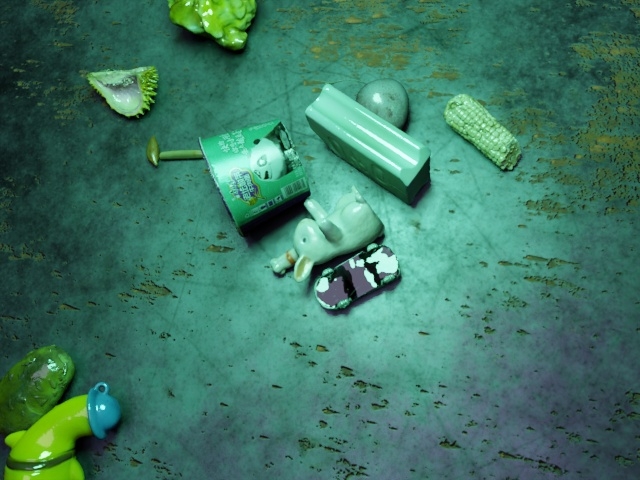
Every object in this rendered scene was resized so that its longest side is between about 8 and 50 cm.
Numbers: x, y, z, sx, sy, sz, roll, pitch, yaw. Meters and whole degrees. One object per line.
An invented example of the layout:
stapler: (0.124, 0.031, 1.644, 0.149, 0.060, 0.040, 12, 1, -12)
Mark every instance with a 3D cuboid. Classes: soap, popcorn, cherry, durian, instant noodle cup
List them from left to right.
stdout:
durian: (-0.514, -0.419, 1.395, 0.183, 0.132, 0.165, -24, 61, 15)
popcorn: (-0.280, -0.617, 1.369, 0.237, 0.206, 0.251, -14, 90, -10)
instant noodle cup: (-0.143, -0.155, 1.206, 0.190, 0.251, 0.251, -23, 72, -5)
soap: (0.112, -0.217, 1.197, 0.290, 0.173, 0.095, 37, 85, 17)
cherry: (0.123, -0.311, 1.238, 0.188, 0.115, 0.148, -14, 107, -24)

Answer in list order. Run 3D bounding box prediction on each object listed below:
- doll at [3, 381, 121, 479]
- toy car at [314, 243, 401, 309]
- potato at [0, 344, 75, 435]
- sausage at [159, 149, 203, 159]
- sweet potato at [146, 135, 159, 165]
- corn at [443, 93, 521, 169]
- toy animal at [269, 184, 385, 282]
doll: (-0.600, 0.469, 1.170, 0.199, 0.145, 0.363, 38, 81, 0)
toy car: (0.083, 0.085, 1.185, 0.205, 0.056, 0.095, -30, 72, 6)
potato: (-0.685, 0.357, 1.231, 0.251, 0.113, 0.149, -44, 71, -3)
sausage: (-0.357, -0.224, 1.367, 0.133, 0.024, 0.024, -1, 75, 11)
sweet potato: (-0.443, -0.237, 1.383, 0.034, 0.034, 0.095, -15, 63, 7)
corn: (0.374, -0.254, 1.203, 0.087, 0.087, 0.211, -42, 71, -2)
toy animal: (0.001, -0.015, 1.181, 0.283, 0.140, 0.138, -24, 113, -1)
